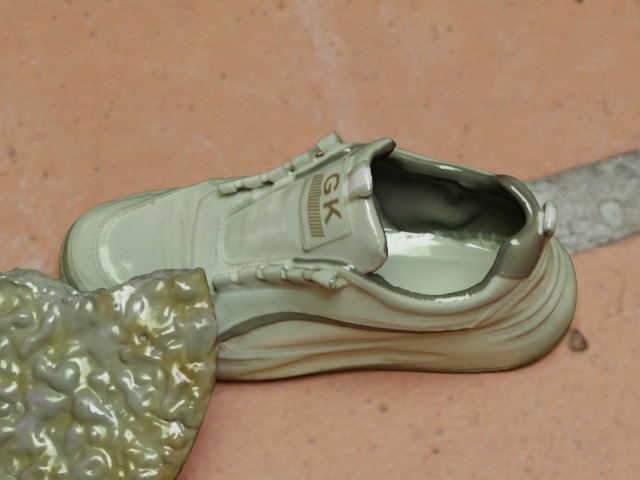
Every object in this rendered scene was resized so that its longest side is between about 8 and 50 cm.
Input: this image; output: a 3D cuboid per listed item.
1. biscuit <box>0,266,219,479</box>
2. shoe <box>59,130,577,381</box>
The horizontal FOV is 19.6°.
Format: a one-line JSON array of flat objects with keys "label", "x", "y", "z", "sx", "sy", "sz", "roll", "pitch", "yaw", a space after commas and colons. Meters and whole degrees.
[{"label": "biscuit", "x": -0.172, "y": 0.096, "z": 1.064, "sx": 0.265, "sy": 0.040, "sz": 0.188, "roll": -33, "pitch": 79, "yaw": 6}, {"label": "shoe", "x": 0.000, "y": 0.000, "z": 1.081, "sx": 0.316, "sy": 0.159, "sz": 0.124, "roll": 1, "pitch": 64, "yaw": -1}]
